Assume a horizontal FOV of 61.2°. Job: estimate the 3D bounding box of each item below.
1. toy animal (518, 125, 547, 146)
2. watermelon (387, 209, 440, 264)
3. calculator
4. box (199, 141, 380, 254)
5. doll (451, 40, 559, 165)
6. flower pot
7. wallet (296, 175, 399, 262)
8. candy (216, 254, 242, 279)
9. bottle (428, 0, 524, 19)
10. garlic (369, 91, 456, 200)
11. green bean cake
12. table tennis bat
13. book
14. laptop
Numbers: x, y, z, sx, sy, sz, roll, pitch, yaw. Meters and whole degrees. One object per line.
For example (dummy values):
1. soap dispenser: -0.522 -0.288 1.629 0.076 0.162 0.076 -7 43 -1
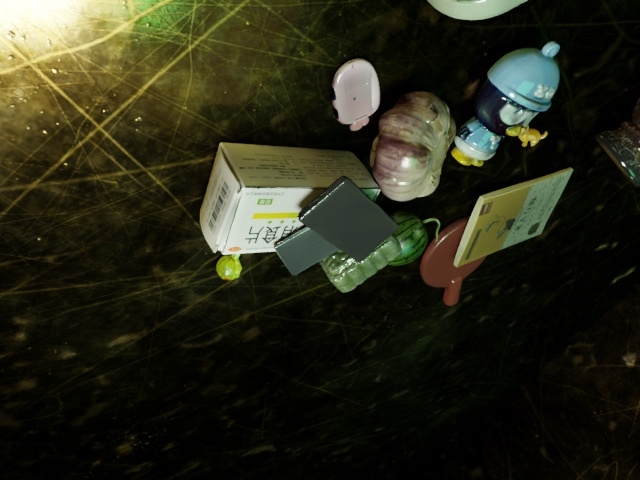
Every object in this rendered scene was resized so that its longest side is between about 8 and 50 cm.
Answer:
1. toy animal: 0.531 -0.279 1.377 0.081 0.060 0.083 0 154 27
2. watermelon: 0.218 -0.016 1.394 0.187 0.140 0.140 -30 143 -6
3. calculator: 0.071 -0.285 1.076 0.103 0.024 0.165 -26 142 -8
4. box: -0.067 -0.084 1.111 0.333 0.145 0.173 -3 133 -33
5. doll: 0.416 -0.300 1.204 0.177 0.141 0.314 -3 138 -36
6. flower pot: 0.933 -0.298 1.487 0.267 0.266 0.267 -37 144 25
7. wallet: 0.062 -0.038 1.087 0.124 0.025 0.244 -40 142 12
8. candy: -0.176 0.010 1.231 0.193 0.058 0.062 -56 165 17
9. bottle: 0.234 -0.470 0.837 0.352 0.229 0.229 1 133 -40
10. garlic: 0.185 -0.202 1.143 0.245 0.161 0.244 -39 142 -40
11. green bean cake: 0.074 0.002 1.274 0.185 0.183 0.094 -35 142 6
12. table tennis bat: 0.433 0.074 1.719 0.268 0.051 0.414 -24 141 -12
13. book: 0.581 -0.071 1.631 0.389 0.032 0.268 -19 138 -26
14. laptop: 0.000 0.000 1.123 0.180 0.016 0.129 -30 144 -2
